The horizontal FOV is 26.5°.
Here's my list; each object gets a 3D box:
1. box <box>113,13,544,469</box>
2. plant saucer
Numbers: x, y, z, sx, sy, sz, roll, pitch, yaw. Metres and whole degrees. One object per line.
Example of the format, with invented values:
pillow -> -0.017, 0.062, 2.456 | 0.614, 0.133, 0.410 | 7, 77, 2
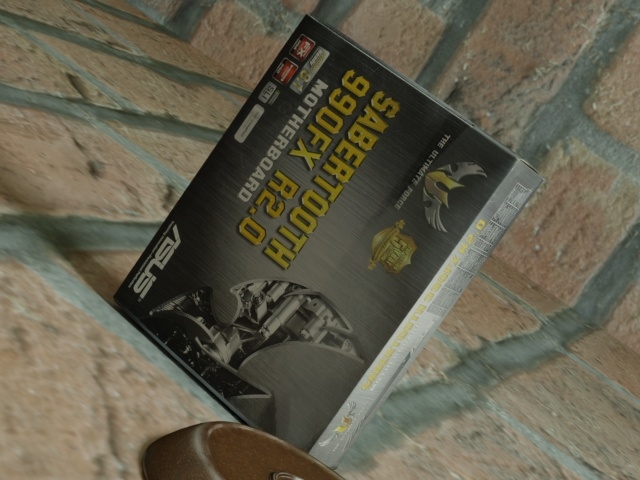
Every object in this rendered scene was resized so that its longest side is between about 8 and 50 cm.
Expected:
box -> 0.000, 0.000, 0.863 | 0.183, 0.231, 0.056 | 39, 8, 28
plant saucer -> -0.014, 0.144, 0.707 | 0.168, 0.029, 0.168 | 31, 9, -6
